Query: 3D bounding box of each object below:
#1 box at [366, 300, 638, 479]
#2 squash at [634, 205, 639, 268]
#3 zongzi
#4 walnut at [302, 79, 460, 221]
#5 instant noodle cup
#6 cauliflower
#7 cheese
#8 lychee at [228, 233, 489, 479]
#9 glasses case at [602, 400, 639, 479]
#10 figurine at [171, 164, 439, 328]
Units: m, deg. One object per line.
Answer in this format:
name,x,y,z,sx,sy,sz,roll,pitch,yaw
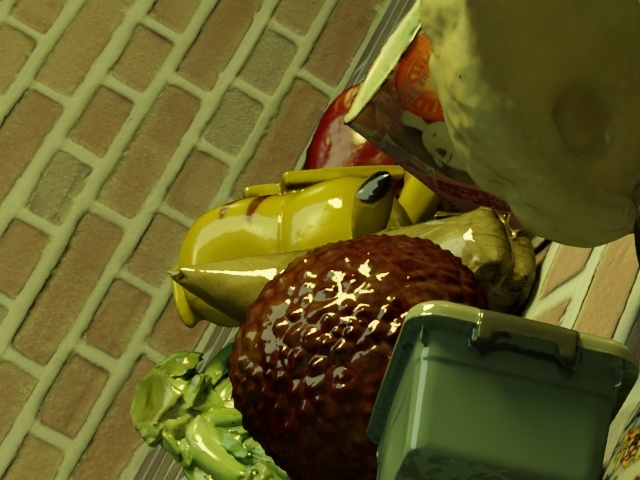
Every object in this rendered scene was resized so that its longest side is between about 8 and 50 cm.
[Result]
box,0.118,0.142,1.194,0.227,0.162,0.130,104,179,-58
squash,0.275,-0.024,1.023,0.193,0.156,0.193,-32,9,6
zongzi,0.032,0.031,1.716,0.274,0.300,0.145,-48,22,43
walnut,0.103,-0.075,2.086,0.244,0.221,0.269,-9,62,54
instant noodle cup,0.171,-0.140,1.777,0.243,0.231,0.243,-55,8,12
cauliflower,-0.093,0.216,1.944,0.272,0.250,0.275,-56,8,29
cheese,0.237,-0.156,1.348,0.115,0.326,0.318,168,96,-71
lychee,0.045,0.119,1.554,0.260,0.260,0.260,-56,8,13
glasses case,0.198,0.173,1.027,0.248,0.065,0.087,-62,-1,-46
figurine,-0.006,0.002,1.929,0.326,0.169,0.218,-10,6,31
